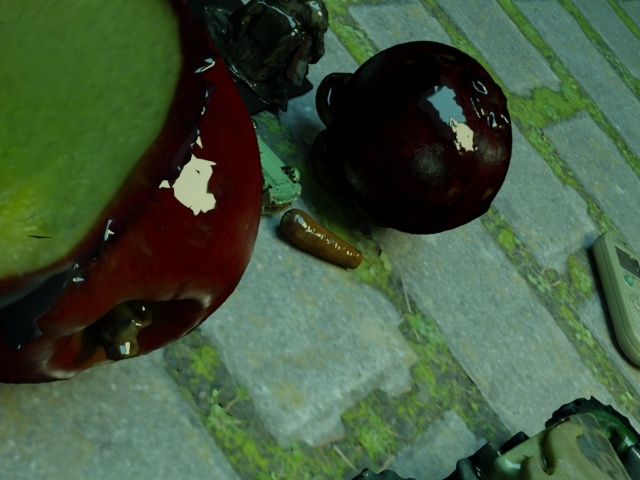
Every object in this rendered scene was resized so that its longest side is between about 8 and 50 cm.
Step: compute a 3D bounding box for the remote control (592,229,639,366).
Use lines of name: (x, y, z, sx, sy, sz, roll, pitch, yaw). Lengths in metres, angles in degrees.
remote control: (0.403, 0.076, 1.307, 0.078, 0.042, 0.221, 28, 37, -25)

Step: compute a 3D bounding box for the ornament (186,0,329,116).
ornament: (-0.030, -0.249, 1.025, 0.166, 0.196, 0.153, 50, 35, 2)

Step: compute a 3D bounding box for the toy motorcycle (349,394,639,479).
toy motorcycle: (0.178, 0.253, 0.778, 0.410, 0.168, 0.237, -5, 53, -43)

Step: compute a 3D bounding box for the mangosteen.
mangosteen: (0.094, -0.100, 1.008, 0.210, 0.210, 0.210, 29, 38, -25)

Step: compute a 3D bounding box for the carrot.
carrot: (0.000, 0.000, 0.952, 0.093, 0.032, 0.032, 31, 37, -31)

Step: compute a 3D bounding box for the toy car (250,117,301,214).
toy car: (-0.069, -0.080, 0.953, 0.122, 0.035, 0.059, 48, 33, 17)

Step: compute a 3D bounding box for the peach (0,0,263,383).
peach: (-0.183, -0.059, 0.665, 0.361, 0.258, 0.201, 54, -10, 29)
